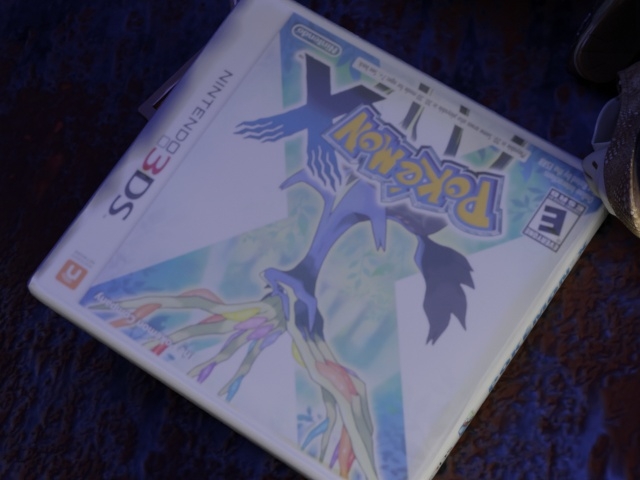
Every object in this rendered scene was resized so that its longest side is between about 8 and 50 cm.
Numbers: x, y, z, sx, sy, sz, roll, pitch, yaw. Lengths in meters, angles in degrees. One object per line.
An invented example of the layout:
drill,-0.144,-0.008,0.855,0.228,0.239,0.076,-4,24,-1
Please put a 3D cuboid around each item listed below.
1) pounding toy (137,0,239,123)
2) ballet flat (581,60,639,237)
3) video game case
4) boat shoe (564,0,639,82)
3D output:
pounding toy,-0.064,-0.120,1.323,0.141,0.100,0.130,-45,54,-5
ballet flat,0.221,-0.060,1.155,0.067,0.073,0.206,-15,28,30
video game case,0.000,0.000,1.205,0.329,0.036,0.300,31,77,17
boat shoe,0.237,-0.182,1.250,0.152,0.056,0.049,-45,21,-12
